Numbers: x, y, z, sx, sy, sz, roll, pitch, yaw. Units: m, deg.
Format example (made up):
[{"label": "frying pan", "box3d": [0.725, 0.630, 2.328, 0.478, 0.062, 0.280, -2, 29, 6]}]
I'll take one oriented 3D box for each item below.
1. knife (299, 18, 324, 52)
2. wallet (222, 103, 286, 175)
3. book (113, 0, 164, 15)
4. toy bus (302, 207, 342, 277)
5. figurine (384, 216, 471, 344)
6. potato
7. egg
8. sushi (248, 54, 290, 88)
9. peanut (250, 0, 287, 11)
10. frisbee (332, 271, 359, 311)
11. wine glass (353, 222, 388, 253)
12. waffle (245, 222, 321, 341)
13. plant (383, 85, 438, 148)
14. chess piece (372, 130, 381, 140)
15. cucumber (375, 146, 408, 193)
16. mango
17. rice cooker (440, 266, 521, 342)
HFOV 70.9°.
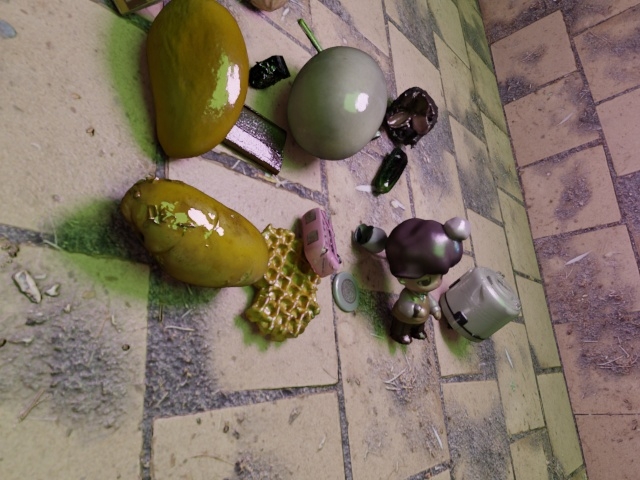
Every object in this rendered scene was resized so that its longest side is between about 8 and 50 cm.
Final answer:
[{"label": "knife", "box3d": [0.002, -0.612, 1.428, 0.212, 0.015, 0.054, 48, 43, -26]}, {"label": "wallet", "box3d": [-0.179, -0.262, 1.043, 0.243, 0.039, 0.133, 27, 60, -39]}, {"label": "book", "box3d": [-0.370, -0.672, 0.878, 0.269, 0.032, 0.389, -33, 102, -15]}, {"label": "toy bus", "box3d": [0.000, 0.000, 1.071, 0.090, 0.063, 0.203, 56, 14, -30]}, {"label": "figurine", "box3d": [0.278, 0.116, 1.240, 0.218, 0.206, 0.365, -4, 97, -21]}, {"label": "potato", "box3d": [-0.217, -0.006, 0.809, 0.300, 0.140, 0.173, 32, 45, -46]}, {"label": "egg", "box3d": [0.046, -0.362, 1.185, 0.258, 0.258, 0.352, 50, 43, -25]}, {"label": "sushi", "box3d": [-0.138, -0.418, 1.122, 0.084, 0.083, 0.056, -25, 96, -51]}, {"label": "peanut", "box3d": [-0.133, -0.745, 1.239, 0.136, 0.120, 0.298, 54, 34, -59]}, {"label": "frisbee", "box3d": [0.071, 0.136, 1.201, 0.110, 0.014, 0.110, 24, 58, -44]}, {"label": "wine glass", "box3d": [0.182, 0.011, 1.336, 0.195, 0.079, 0.079, 26, 56, -44]}, {"label": "waffle", "box3d": [-0.086, 0.088, 0.997, 0.249, 0.056, 0.253, -26, 97, -54]}, {"label": "plant", "box3d": [0.329, -0.446, 1.619, 0.178, 0.204, 0.234, 47, 32, -14]}, {"label": "chess piece", "box3d": [0.170, -0.389, 1.523, 0.042, 0.042, 0.093, -15, 81, -52]}, {"label": "cucumber", "box3d": [0.238, -0.229, 1.514, 0.074, 0.074, 0.241, 53, 44, -22]}, {"label": "mango", "box3d": [-0.238, -0.330, 0.894, 0.195, 0.142, 0.332, -8, 85, -8]}, {"label": "rice cooker", "box3d": [0.550, 0.225, 1.573, 0.226, 0.244, 0.226, 28, 30, -18]}]
